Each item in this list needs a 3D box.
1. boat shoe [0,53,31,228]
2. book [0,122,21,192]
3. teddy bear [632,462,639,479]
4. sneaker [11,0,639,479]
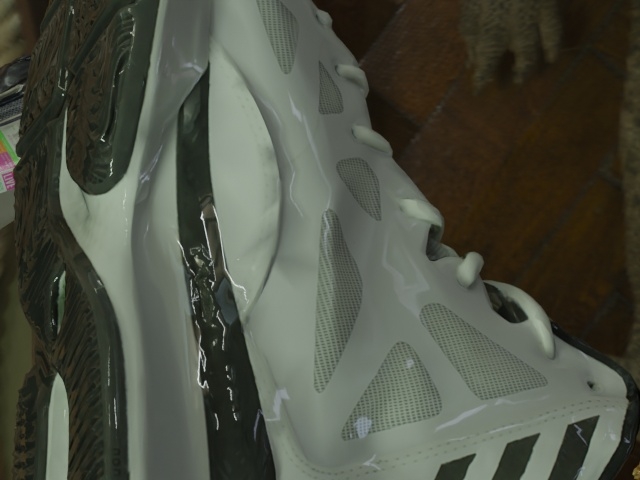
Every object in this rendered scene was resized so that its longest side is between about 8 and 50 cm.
[{"bbox_3d":[-0.379,-0.105,1.483,0.341,0.158,0.127,-26,132,-24],"label":"boat shoe"},{"bbox_3d":[-0.347,-0.061,1.267,0.144,0.096,0.035,-20,119,-16],"label":"book"},{"bbox_3d":[0.313,0.066,0.757,0.245,0.113,0.338,17,111,-29],"label":"teddy bear"},{"bbox_3d":[0.000,0.001,0.622,0.258,0.169,0.447,11,61,-26],"label":"sneaker"}]
